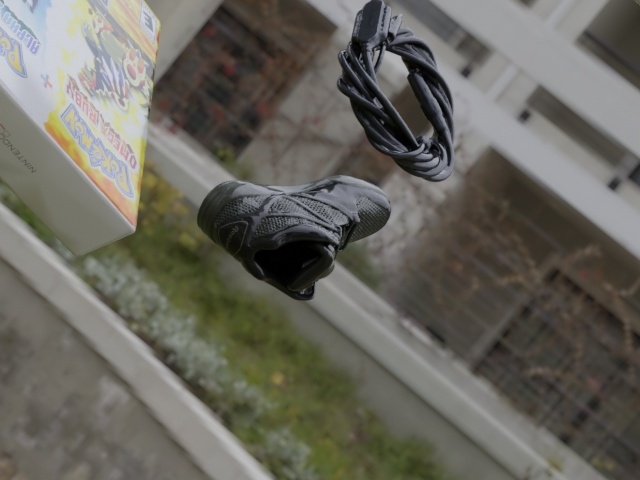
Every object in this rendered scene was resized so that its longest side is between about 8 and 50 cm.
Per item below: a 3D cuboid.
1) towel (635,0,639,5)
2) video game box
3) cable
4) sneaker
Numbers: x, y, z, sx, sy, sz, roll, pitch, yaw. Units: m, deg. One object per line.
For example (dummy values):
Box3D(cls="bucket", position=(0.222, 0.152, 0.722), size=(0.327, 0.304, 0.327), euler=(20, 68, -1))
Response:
Box3D(cls="towel", position=(0.181, -0.169, 0.945), size=(0.102, 0.021, 0.237), euler=(39, 14, -33))
Box3D(cls="video game box", position=(-0.164, -0.124, 0.843), size=(0.205, 0.048, 0.187), euler=(51, 29, -38))
Box3D(cls="cable", position=(0.069, -0.118, 1.357), size=(0.150, 0.047, 0.184), euler=(54, 26, -30))
Box3D(cls="sneaker", position=(0.000, 0.000, 1.550), size=(0.228, 0.087, 0.130), euler=(-1, 40, -45))
